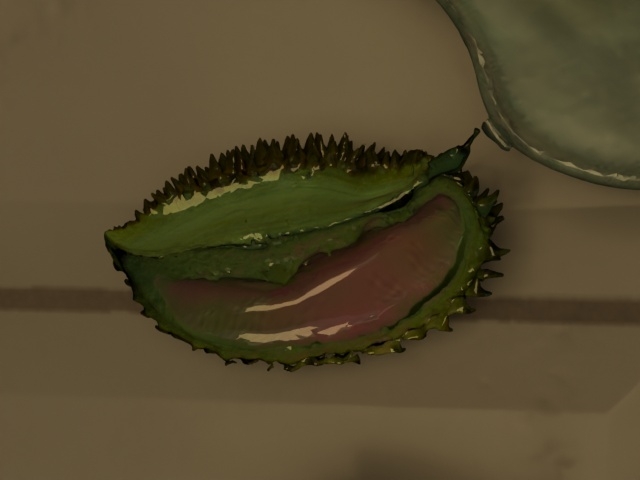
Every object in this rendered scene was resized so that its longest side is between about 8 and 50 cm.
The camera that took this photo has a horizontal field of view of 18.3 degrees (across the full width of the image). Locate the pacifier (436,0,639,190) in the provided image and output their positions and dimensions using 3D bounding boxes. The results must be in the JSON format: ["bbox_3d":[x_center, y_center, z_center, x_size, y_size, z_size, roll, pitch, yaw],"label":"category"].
[{"bbox_3d":[0.155,-0.201,0.998,0.288,0.269,0.343,-41,86,-5],"label":"pacifier"}]

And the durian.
[{"bbox_3d":[0.002,-0.004,1.113,0.221,0.137,0.095,-10,42,19],"label":"durian"}]
